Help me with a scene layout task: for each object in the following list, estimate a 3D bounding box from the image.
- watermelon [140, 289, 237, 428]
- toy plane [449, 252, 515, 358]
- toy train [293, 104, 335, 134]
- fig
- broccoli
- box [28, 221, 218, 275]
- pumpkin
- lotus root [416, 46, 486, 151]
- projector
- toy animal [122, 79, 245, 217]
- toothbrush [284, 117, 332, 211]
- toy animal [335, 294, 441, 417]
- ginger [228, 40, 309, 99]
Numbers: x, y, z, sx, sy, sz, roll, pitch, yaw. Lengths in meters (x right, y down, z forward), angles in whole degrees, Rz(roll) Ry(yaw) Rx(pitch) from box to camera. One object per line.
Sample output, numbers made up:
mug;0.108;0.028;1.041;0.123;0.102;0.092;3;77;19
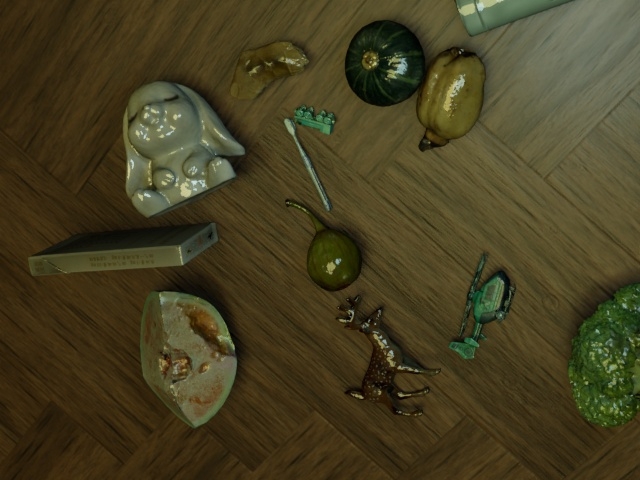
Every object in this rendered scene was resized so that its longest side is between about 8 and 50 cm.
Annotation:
watermelon;-0.307;0.251;1.950;0.175;0.188;0.321;-6;101;-29
toy plane;0.345;0.148;1.770;0.096;0.060;0.235;20;107;17
toy train;-0.013;-0.254;1.764;0.092;0.029;0.045;17;126;14
fig;0.000;0.000;1.811;0.124;0.124;0.236;-39;70;22
broccoli;0.621;0.212;1.677;0.302;0.186;0.254;-23;98;-23
box;-0.433;0.018;1.865;0.365;0.204;0.051;-4;104;16
pumpkin;0.126;-0.343;1.643;0.167;0.125;0.167;-5;80;28
lotus root;0.251;-0.269;1.639;0.118;0.125;0.220;-1;118;-28
projector;0.417;-0.478;1.534;0.338;0.108;0.108;-16;101;19
toy animal;-0.319;-0.206;1.783;0.272;0.206;0.265;-26;89;6
toothbrush;-0.026;-0.161;1.799;0.016;0.019;0.219;-22;100;22
toy animal;0.130;0.265;1.850;0.260;0.087;0.243;20;109;6
ginger;-0.114;-0.355;1.737;0.190;0.069;0.095;-19;96;21
